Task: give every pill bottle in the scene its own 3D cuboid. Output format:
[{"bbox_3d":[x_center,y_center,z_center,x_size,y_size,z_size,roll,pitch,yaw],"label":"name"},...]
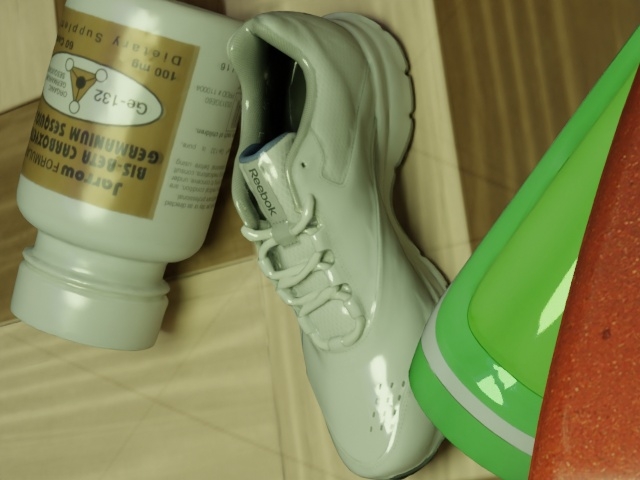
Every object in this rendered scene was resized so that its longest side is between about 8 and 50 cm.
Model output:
[{"bbox_3d":[-0.131,-0.050,0.964,0.131,0.131,0.229,22,100,36],"label":"pill bottle"}]

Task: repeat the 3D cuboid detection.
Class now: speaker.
[{"bbox_3d":[0.170,-0.013,0.737,0.131,0.131,0.296,46,113,30],"label":"speaker"}]

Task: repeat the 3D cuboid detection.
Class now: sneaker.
[{"bbox_3d":[0.000,0.000,0.863,0.111,0.129,0.297,-21,75,32],"label":"sneaker"}]

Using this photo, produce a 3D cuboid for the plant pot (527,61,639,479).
[{"bbox_3d":[0.249,-0.014,0.472,0.267,0.267,0.236,-9,68,38],"label":"plant pot"}]
